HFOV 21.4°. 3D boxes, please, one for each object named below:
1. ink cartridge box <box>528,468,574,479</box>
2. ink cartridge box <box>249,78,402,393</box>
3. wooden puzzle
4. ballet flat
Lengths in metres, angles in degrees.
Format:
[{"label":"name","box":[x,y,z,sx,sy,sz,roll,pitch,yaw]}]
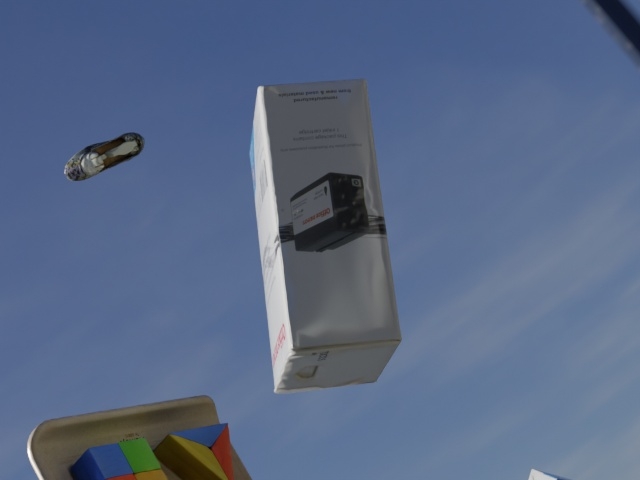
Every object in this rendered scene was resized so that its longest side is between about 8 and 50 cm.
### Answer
[{"label":"ink cartridge box","box":[0.239,0.240,1.585,0.048,0.083,0.028,11,84,67]},{"label":"ink cartridge box","box":[0.000,0.000,1.932,0.129,0.307,0.223,-5,-17,-7]},{"label":"wooden puzzle","box":[-0.160,0.350,2.082,0.322,0.348,0.080,-3,-32,-50]},{"label":"ballet flat","box":[-0.283,-0.112,2.228,0.114,0.041,0.041,-26,-20,-11]}]
